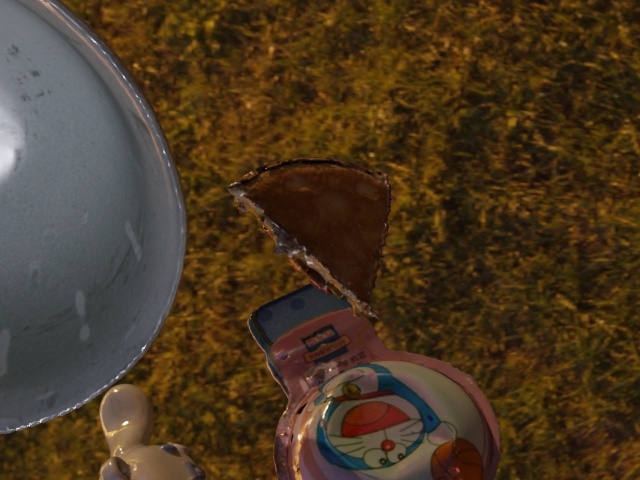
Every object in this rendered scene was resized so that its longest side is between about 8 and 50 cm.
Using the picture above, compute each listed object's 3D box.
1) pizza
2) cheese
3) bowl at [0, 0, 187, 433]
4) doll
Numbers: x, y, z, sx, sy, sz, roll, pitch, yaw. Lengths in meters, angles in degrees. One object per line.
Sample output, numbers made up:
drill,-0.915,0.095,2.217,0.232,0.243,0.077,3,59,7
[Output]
pizza,-0.009,-0.012,0.584,0.029,0.099,0.100,-43,32,46
cheese,0.035,0.139,0.873,0.286,0.189,0.074,55,162,39
bowl,-0.311,-0.066,0.830,0.435,0.435,0.196,-50,21,26
doll,-0.163,0.395,1.414,0.187,0.365,0.376,-26,32,18
